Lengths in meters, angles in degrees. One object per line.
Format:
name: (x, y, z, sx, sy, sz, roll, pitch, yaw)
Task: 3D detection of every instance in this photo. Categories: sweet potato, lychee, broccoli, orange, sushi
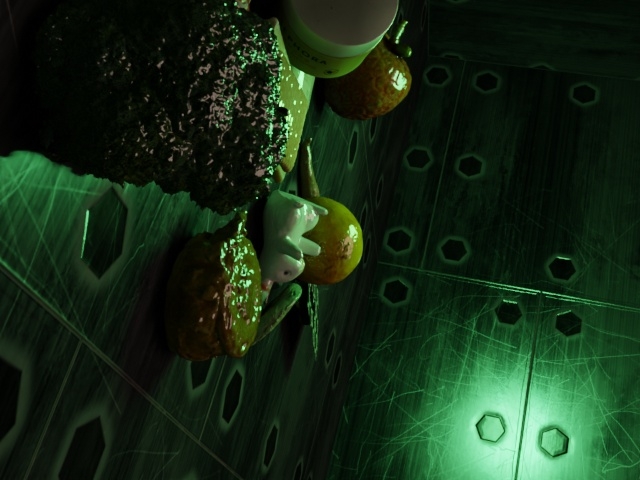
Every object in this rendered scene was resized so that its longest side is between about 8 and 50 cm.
sweet potato: (-0.032, -0.171, 2.019, 0.050, 0.050, 0.214, -66, 155, -49)
lychee: (0.133, -0.463, 2.059, 0.255, 0.300, 0.255, 52, 15, -20)
broccoli: (-0.178, -0.173, 0.914, 0.283, 0.304, 0.321, -42, -157, 56)
orange: (-0.001, 0.002, 1.883, 0.193, 0.219, 0.219, 5, 96, -50)
sushi: (-0.043, 0.180, 2.244, 0.290, 0.050, 0.264, 82, 7, -49)

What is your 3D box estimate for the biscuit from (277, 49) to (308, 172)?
biscuit: (-0.072, -0.230, 1.404, 0.250, 0.030, 0.160, 45, 57, -75)

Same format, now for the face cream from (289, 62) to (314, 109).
face cream: (-0.033, -0.464, 1.690, 0.173, 0.081, 0.348, 54, 47, -74)

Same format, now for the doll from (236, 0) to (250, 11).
doll: (-0.150, -0.371, 1.227, 0.188, 0.099, 0.384, 71, 28, -67)

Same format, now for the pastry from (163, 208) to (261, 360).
pastry: (-0.192, 0.093, 1.346, 0.240, 0.132, 0.235, -73, 159, -57)

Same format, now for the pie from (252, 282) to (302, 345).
pie: (-0.111, 0.168, 1.767, 0.187, 0.041, 0.187, -46, -176, 4)

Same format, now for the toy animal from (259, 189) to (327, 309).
toy animal: (-0.077, 0.029, 1.742, 0.140, 0.138, 0.282, 0, 98, -66)

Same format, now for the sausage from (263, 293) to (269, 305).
sausage: (-0.129, 0.115, 1.875, 0.015, 0.015, 0.100, 70, 32, -66)

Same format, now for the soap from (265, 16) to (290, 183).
soap: (-0.115, -0.264, 1.466, 0.315, 0.091, 0.199, 74, 27, -65)

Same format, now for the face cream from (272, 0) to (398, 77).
face cream: (0.024, -0.455, 1.524, 0.179, 0.218, 0.218, 149, -45, -73)
